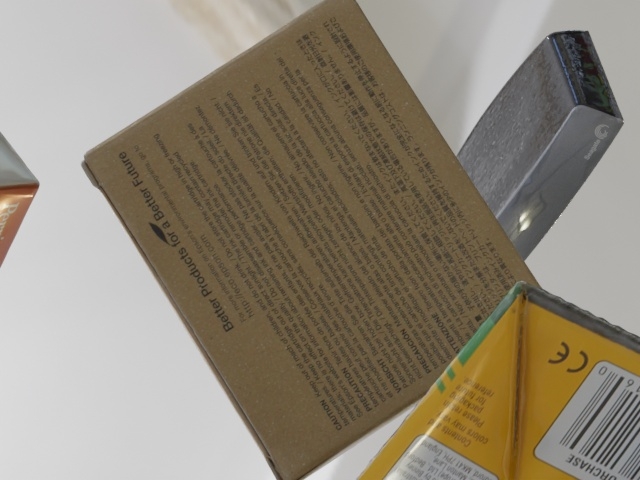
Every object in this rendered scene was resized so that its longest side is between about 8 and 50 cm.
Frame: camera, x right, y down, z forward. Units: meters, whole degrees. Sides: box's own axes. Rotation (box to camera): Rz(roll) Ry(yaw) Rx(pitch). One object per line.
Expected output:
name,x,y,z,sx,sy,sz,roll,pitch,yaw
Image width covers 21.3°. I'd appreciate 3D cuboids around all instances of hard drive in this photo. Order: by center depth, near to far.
hard drive,0.197,-0.076,1.688,0.054,0.255,0.172,19,-144,-22

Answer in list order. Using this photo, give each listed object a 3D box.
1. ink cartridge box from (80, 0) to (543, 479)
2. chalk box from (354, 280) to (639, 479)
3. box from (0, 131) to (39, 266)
ink cartridge box,0.000,0.000,1.032,0.235,0.193,0.088,58,-179,6
chalk box,0.126,0.190,0.676,0.179,0.180,0.289,-49,-39,-17
box,-0.381,0.004,1.021,0.345,0.215,0.168,-9,-131,-47
